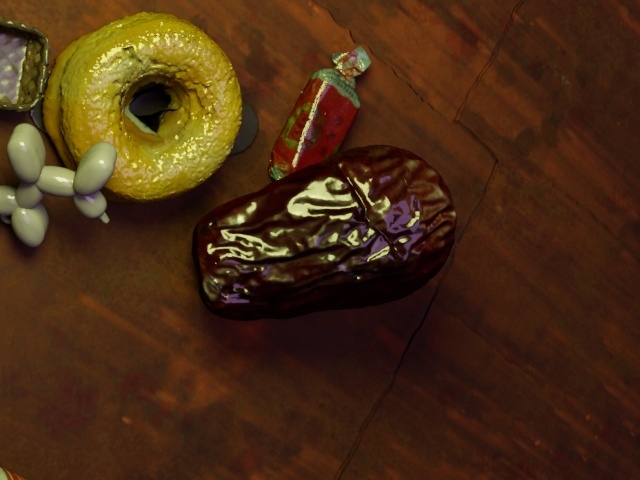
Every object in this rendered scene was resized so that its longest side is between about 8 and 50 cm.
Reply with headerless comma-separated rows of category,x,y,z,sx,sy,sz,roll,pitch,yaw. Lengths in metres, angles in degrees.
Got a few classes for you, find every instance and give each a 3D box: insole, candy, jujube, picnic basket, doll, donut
insole,-0.220,-0.157,1.755,0.328,0.007,0.111,3,95,-34
candy,-0.010,-0.145,1.867,0.086,0.059,0.292,33,78,-33
jujube,0.000,0.000,1.775,0.342,0.216,0.216,-17,106,-12
picnic basket,-0.413,-0.213,1.588,0.193,0.055,0.110,11,88,-34
doll,-0.326,-0.060,1.620,0.161,0.059,0.160,11,130,-7
donut,-0.213,-0.160,1.694,0.253,0.118,0.253,-6,106,-20

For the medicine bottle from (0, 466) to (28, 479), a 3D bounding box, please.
medicine bottle,-0.390,0.385,1.549,0.241,0.252,0.252,37,75,-31
